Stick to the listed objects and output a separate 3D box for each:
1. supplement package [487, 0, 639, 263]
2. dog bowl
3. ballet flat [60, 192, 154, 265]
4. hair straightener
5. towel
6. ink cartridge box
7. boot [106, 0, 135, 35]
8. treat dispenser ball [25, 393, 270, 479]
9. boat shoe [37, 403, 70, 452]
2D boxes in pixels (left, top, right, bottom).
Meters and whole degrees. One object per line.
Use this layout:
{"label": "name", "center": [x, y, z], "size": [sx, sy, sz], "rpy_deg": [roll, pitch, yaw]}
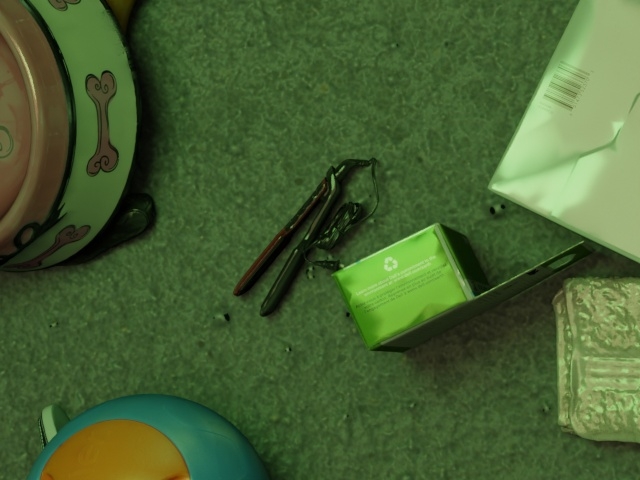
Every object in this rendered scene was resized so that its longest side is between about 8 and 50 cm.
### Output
{"label": "supplement package", "center": [0.335, -0.125, 1.788], "size": [0.204, 0.145, 0.261], "rpy_deg": [27, 94, 13]}
{"label": "dog bowl", "center": [-0.417, -0.150, 1.918], "size": [0.408, 0.150, 0.407], "rpy_deg": [6, 103, 28]}
{"label": "ballet flat", "center": [-0.278, -0.011, 1.999], "size": [0.173, 0.049, 0.057], "rpy_deg": [-18, 116, 17]}
{"label": "hair straightener", "center": [0.000, 0.000, 1.927], "size": [0.089, 0.047, 0.230], "rpy_deg": [40, 93, 12]}
{"label": "towel", "center": [0.398, 0.128, 1.808], "size": [0.282, 0.049, 0.187], "rpy_deg": [-3, 88, 16]}
{"label": "ink cartridge box", "center": [0.163, 0.027, 1.805], "size": [0.255, 0.189, 0.097], "rpy_deg": [-28, 80, 10]}
{"label": "boot", "center": [-0.260, -0.234, 1.975], "size": [0.295, 0.104, 0.211], "rpy_deg": [-18, 89, 19]}
{"label": "treat dispenser ball", "center": [-0.191, 0.315, 1.832], "size": [0.288, 0.288, 0.288], "rpy_deg": [-1, 88, 14]}
{"label": "boat shoe", "center": [-0.327, 0.295, 1.981], "size": [0.083, 0.065, 0.183], "rpy_deg": [-19, 84, 12]}
